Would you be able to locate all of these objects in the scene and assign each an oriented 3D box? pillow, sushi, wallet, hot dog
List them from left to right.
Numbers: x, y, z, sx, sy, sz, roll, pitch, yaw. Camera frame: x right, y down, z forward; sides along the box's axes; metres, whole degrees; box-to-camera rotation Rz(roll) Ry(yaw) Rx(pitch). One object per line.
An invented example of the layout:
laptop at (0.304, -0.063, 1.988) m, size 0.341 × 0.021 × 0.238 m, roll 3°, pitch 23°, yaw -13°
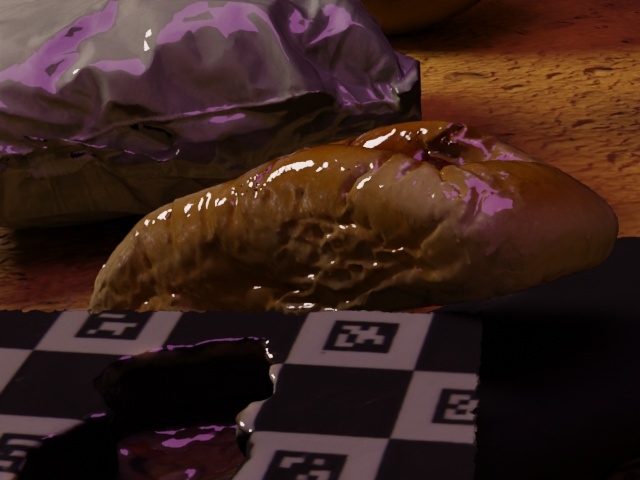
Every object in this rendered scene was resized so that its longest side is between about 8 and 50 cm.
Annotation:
pillow at (-0.110, -0.098, 1.019) m, size 0.283 × 0.138 × 0.310 m, roll -9°, pitch 22°, yaw -8°
sushi at (-0.046, 0.091, 0.543) m, size 0.192 × 0.050 × 0.215 m, roll 0°, pitch 25°, yaw 8°
hot dog at (0.000, 0.000, 0.698) m, size 0.242 × 0.073 × 0.084 m, roll -15°, pitch 3°, yaw 45°
wallet at (0.072, 0.051, 0.685) m, size 0.250 × 0.044 × 0.149 m, roll -17°, pitch 19°, yaw -28°

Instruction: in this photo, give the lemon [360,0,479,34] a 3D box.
lemon at (0.042, -0.257, 1.305) m, size 0.240 × 0.240 × 0.219 m, roll -3°, pitch 43°, yaw 8°
